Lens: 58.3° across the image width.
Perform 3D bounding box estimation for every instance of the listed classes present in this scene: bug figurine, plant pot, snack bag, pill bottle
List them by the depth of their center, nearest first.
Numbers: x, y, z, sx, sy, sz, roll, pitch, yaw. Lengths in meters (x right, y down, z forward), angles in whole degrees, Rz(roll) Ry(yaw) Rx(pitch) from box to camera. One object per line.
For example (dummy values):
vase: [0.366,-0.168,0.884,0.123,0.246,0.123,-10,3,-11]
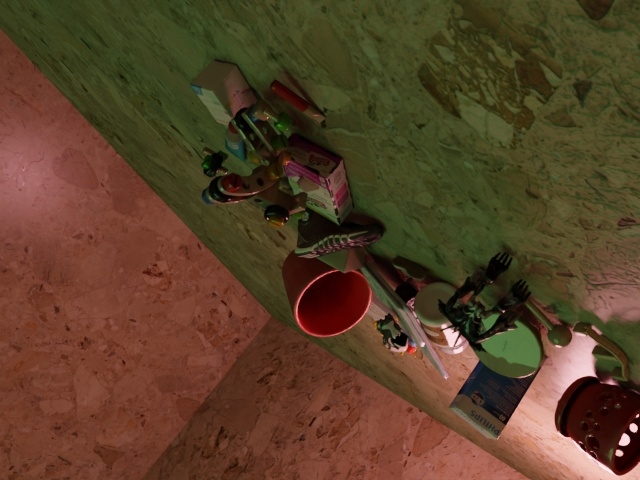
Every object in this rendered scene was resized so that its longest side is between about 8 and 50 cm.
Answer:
plant pot: [0.674,0.426,1.366,0.174,0.191,0.191,32,165,51]
pill bottle: [0.350,0.226,1.614,0.131,0.131,0.229,26,160,37]
plant pot: [0.071,0.022,1.690,0.109,0.096,0.109,28,-158,31]
snack bag: [0.243,0.230,1.741,0.342,0.037,0.323,56,177,-33]
plant pot: [-0.001,0.148,1.932,0.275,0.275,0.243,51,179,-37]
bug figurine: [0.293,0.354,2.195,0.216,0.072,0.279,41,170,16]

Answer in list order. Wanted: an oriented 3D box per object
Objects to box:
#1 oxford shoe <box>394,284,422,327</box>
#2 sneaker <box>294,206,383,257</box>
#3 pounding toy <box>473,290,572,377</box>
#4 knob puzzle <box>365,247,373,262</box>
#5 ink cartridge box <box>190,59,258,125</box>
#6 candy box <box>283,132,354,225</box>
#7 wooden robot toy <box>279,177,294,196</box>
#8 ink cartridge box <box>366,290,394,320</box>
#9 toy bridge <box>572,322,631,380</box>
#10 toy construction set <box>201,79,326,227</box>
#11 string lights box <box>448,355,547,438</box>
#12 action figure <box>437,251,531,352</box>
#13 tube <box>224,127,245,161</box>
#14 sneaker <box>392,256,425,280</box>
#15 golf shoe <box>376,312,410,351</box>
oxford shoe: [0.294,0.206,1.813,0.096,0.083,0.227,50,175,42]
sneaker: [0.038,-0.054,1.602,0.281,0.162,0.106,-14,164,31]
pounding toy: [0.485,0.216,1.399,0.183,0.110,0.237,47,136,10]
knob puzzle: [0.082,0.018,1.818,0.213,0.030,0.213,36,163,12]
ink cartridge box: [-0.223,-0.345,1.384,0.092,0.090,0.143,26,161,38]
candy box: [-0.008,-0.152,1.474,0.159,0.071,0.233,31,163,24]
wooden robot toy: [-0.108,-0.150,1.755,0.079,0.076,0.173,7,178,-26]
ink cartridge box: [0.195,0.213,2.022,0.127,0.072,0.175,40,164,-3]
toy bridge: [0.626,0.245,1.253,0.188,0.026,0.063,45,160,-20]
toy construction set: [-0.099,-0.178,1.299,0.237,0.309,0.257,29,-146,-27]
string lights box: [0.473,0.380,1.532,0.133,0.259,0.077,37,164,7]
action figure: [0.370,0.147,1.290,0.164,0.141,0.275,55,153,19]
tube: [-0.255,-0.283,1.710,0.080,0.052,0.207,44,169,-1]
sneaker: [0.256,0.093,1.615,0.118,0.042,0.067,33,161,46]
golf shoe: [0.234,0.310,1.766,0.094,0.077,0.198,50,178,43]
